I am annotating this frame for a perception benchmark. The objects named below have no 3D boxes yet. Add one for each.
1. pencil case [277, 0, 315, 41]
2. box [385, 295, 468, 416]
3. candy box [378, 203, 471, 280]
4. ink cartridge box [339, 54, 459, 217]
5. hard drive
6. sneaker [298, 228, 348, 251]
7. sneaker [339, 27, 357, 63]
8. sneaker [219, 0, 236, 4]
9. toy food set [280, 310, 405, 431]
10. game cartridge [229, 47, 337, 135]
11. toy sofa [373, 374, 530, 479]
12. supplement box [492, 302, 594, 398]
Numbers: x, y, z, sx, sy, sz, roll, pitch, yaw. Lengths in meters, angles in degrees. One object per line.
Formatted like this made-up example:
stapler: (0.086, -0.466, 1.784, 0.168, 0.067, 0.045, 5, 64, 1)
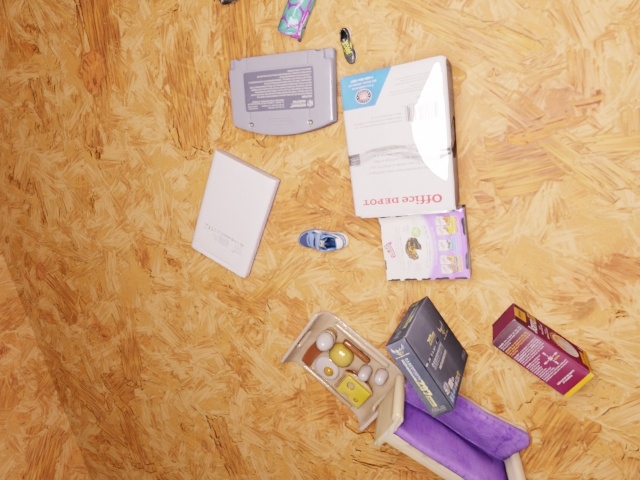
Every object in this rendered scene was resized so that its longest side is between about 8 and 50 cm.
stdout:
pencil case: (-0.043, -0.553, 0.950, 0.070, 0.064, 0.152, 43, 118, 26)
box: (0.254, 0.256, 0.939, 0.059, 0.232, 0.183, -36, 87, 30)
candy box: (0.249, 0.007, 0.966, 0.196, 0.070, 0.165, -4, 102, 25)
ink cartridge box: (0.182, -0.217, 0.902, 0.223, 0.129, 0.308, -2, 103, 25)
hard drive: (-0.257, -0.075, 1.191, 0.210, 0.040, 0.319, 28, 114, 15)
sneaker: (0.000, 0.000, 1.084, 0.144, 0.059, 0.053, 0, 106, 25)
sneaker: (0.060, -0.454, 0.946, 0.031, 0.035, 0.083, -14, 98, 28)
sneaker: (-0.248, -0.684, 1.017, 0.077, 0.072, 0.178, 5, 98, 36)
toy food set: (0.055, 0.370, 1.140, 0.306, 0.092, 0.220, 39, 116, 11)
game cartridge: (-0.096, -0.369, 1.032, 0.294, 0.060, 0.196, 5, 102, 23)
toy sofa: (0.324, 0.481, 0.981, 0.362, 0.150, 0.177, 32, 115, 2)
supplement box: (0.486, 0.239, 0.901, 0.188, 0.104, 0.081, 36, 115, 12)
